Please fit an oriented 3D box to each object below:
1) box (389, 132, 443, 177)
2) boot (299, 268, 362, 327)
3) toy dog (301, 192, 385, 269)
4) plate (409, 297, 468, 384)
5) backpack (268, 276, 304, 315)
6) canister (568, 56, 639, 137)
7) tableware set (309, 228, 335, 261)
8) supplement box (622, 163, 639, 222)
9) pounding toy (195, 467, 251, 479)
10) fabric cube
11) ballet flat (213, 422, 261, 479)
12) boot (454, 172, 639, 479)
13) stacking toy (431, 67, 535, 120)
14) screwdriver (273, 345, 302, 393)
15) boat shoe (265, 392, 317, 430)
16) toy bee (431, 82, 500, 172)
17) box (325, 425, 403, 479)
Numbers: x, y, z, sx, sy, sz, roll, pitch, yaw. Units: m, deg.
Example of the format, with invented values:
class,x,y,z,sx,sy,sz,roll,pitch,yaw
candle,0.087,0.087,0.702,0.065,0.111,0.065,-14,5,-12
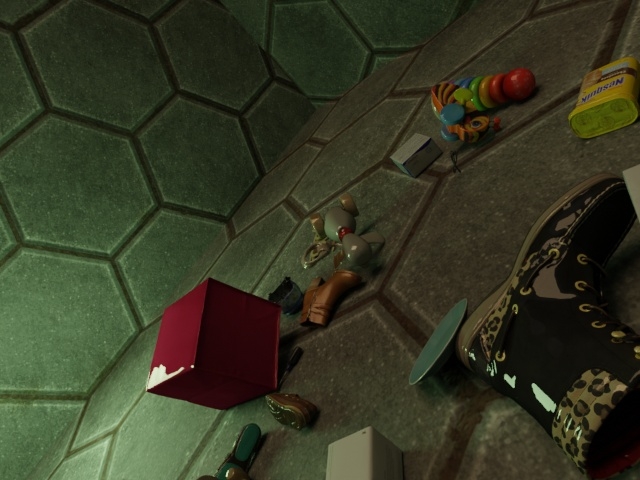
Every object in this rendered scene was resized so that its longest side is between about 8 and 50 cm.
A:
class,x,y,z,sx,sy,sz,roll,pitch,yaw
box,0.318,-0.287,1.536,0.126,0.072,0.137,-43,21,7
boot,0.028,0.168,1.284,0.197,0.073,0.152,-22,39,44
toy dog,0.080,0.002,1.387,0.220,0.161,0.334,-20,33,20
plate,0.223,0.189,0.837,0.188,0.024,0.188,-53,-10,-14
backpack,-0.103,0.185,1.457,0.105,0.084,0.114,-46,17,-3
canister,0.631,-0.316,1.008,0.126,0.073,0.170,-17,34,51
tableware set,0.000,0.000,1.659,0.128,0.039,0.194,-34,24,28
supplement box,0.468,-0.001,0.537,0.111,0.220,0.114,-28,27,39
pounding toy,-0.190,0.537,0.890,0.155,0.154,0.269,-43,22,9
fabric cube,-0.287,0.296,1.276,0.258,0.259,0.254,-33,42,37
ballet flat,-0.198,0.524,1.075,0.070,0.070,0.188,-14,36,54
boot,0.375,0.098,0.625,0.377,0.138,0.284,-52,20,8
stacking toy,0.514,-0.464,1.435,0.141,0.141,0.330,-54,29,-19
screwdriver,-0.097,0.361,1.226,0.170,0.024,0.025,-60,-5,-17
boat shoe,-0.071,0.392,1.072,0.060,0.064,0.178,-23,8,-33
toy bee,0.436,-0.346,1.355,0.162,0.298,0.195,-12,-8,10
box,0.073,0.387,0.759,0.102,0.087,0.101,-35,24,26
